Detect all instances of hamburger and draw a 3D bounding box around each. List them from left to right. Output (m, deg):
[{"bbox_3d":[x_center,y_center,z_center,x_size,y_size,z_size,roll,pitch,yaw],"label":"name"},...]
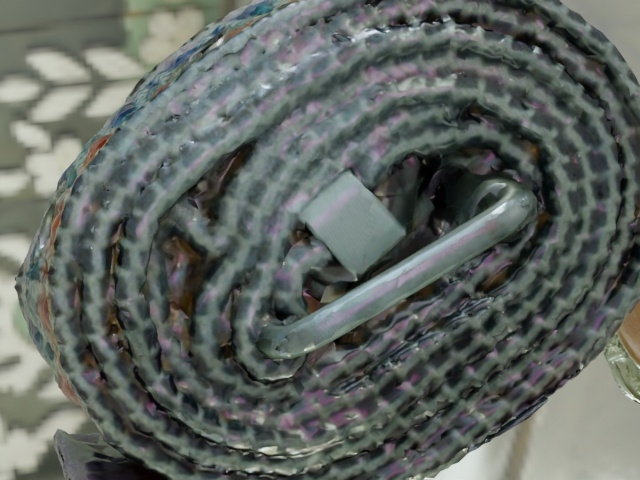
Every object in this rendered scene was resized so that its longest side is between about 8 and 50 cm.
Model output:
[{"bbox_3d":[0.303,0.092,1.725,0.062,0.133,0.140,-18,-90,39],"label":"hamburger"}]

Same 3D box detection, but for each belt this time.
[{"bbox_3d":[0.000,0.000,0.813,0.207,0.295,0.160,65,-7,-14],"label":"belt"}]

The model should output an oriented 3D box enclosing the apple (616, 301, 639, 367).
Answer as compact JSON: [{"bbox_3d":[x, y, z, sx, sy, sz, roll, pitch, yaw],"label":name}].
[{"bbox_3d":[0.298,0.039,1.364,0.155,0.182,0.182,65,-15,-4],"label":"apple"}]
